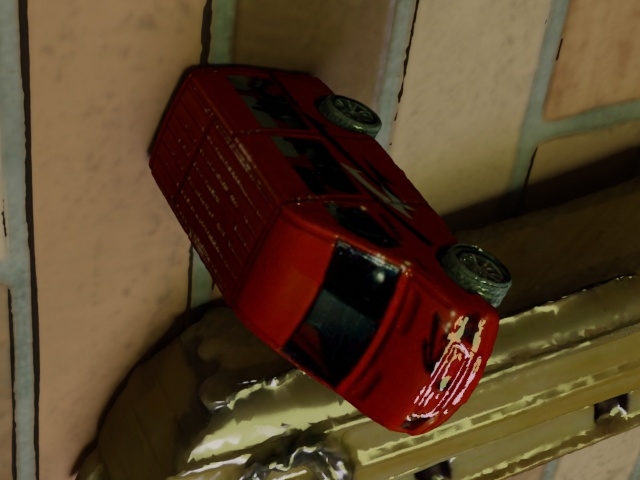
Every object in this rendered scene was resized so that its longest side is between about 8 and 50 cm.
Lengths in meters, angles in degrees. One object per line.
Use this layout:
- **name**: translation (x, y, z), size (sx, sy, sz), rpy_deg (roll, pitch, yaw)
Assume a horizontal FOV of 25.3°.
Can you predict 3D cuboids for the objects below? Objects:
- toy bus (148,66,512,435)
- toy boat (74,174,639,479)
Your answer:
- **toy bus**: translation (0.000, 0.000, 0.633), size (0.089, 0.195, 0.081), rpy_deg (7, 123, -36)
- **toy boat**: translation (0.076, 0.077, 0.823), size (0.446, 0.136, 0.162), rpy_deg (-17, 131, -16)
